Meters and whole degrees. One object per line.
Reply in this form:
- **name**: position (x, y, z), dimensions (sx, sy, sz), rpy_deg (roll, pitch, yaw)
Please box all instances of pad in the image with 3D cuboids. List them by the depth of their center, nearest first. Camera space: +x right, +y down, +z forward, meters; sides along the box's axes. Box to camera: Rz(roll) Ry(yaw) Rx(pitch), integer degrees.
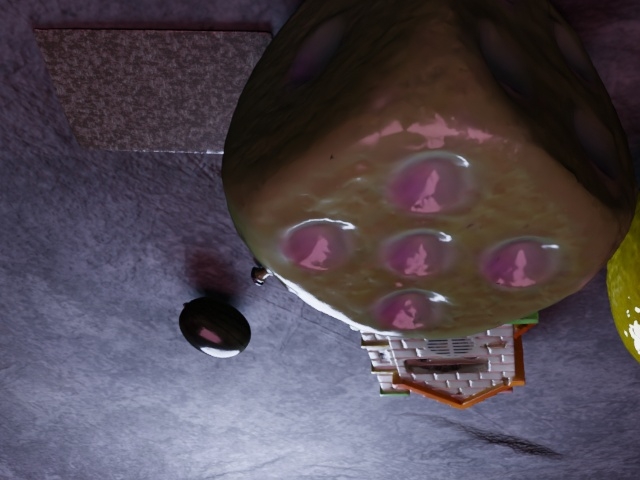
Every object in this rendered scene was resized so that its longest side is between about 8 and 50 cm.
- **pad**: position (-0.158, -0.148, 0.752), dimensions (0.235, 0.003, 0.158), rpy_deg (2, 139, 5)

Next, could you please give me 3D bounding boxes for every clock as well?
- **clock**: position (0.169, 0.124, 0.965), dimensions (0.220, 0.106, 0.255), rpy_deg (-4, 143, 13)

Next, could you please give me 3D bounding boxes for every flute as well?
- **flute**: position (0.000, 0.000, 0.891), dimensions (0.233, 0.027, 0.027), rpy_deg (-30, 128, 34)

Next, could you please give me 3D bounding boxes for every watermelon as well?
- **watermelon**: position (-0.147, 0.120, 1.013), dimensions (0.111, 0.078, 0.078), rpy_deg (32, 134, -26)

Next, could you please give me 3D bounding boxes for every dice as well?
- **dice**: position (0.084, -0.083, 0.610), dimensions (0.250, 0.251, 0.254), rpy_deg (35, 134, -29)

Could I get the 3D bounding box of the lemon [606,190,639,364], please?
- **lemon**: position (0.414, 0.034, 0.693), dimensions (0.293, 0.293, 0.293), rpy_deg (4, 140, 3)
